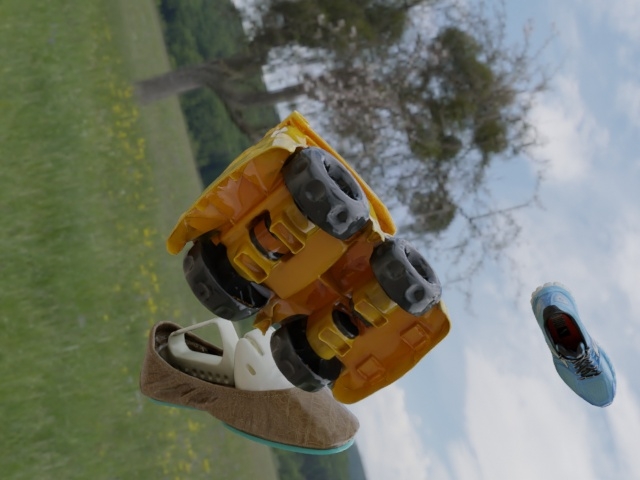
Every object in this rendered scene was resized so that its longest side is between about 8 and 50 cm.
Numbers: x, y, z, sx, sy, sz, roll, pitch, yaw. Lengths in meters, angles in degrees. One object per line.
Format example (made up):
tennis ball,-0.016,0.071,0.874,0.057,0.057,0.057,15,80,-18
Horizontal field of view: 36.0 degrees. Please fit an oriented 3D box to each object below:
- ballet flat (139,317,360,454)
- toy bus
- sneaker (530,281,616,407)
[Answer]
ballet flat,-0.099,0.156,1.170,0.342,0.116,0.124,9,-73,45
toy bus,0.000,0.000,0.856,0.220,0.149,0.211,45,21,-14
sneaker,0.290,0.130,1.135,0.162,0.063,0.073,57,19,-11
